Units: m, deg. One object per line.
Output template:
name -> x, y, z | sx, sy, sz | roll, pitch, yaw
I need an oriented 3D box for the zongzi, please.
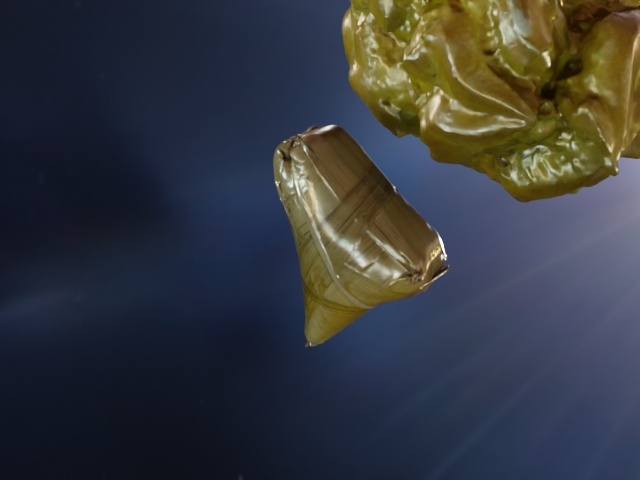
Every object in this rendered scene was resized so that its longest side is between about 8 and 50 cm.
zongzi -> 0.000, 0.000, 1.529 | 0.194, 0.197, 0.099 | 53, -141, -3

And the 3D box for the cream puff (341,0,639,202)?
cream puff -> 0.171, -0.166, 1.499 | 0.324, 0.291, 0.257 | 38, -147, -23
